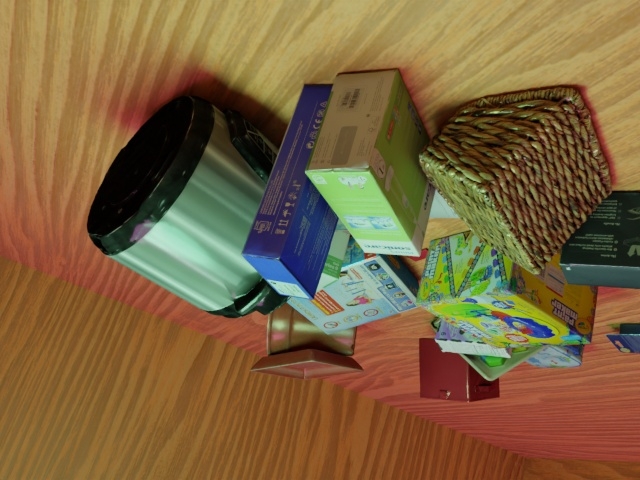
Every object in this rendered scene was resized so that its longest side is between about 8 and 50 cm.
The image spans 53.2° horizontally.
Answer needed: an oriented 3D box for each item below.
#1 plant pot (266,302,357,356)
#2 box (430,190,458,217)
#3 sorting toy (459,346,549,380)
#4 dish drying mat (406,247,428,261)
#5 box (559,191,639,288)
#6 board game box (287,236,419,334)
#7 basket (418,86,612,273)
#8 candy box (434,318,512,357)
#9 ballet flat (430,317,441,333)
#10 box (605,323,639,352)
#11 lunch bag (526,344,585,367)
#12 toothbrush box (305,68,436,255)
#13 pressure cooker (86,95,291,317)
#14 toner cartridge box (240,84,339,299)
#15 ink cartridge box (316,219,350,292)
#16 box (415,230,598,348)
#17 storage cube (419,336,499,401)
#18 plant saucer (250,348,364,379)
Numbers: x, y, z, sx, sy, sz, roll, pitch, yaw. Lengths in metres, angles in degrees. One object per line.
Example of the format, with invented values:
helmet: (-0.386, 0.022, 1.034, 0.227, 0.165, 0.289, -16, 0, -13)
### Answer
plant pot: (-0.014, 0.251, 2.021, 0.264, 0.273, 0.272, 6, 156, 5)
box: (0.218, -0.096, 1.342, 0.186, 0.038, 0.145, 3, 153, 33)
sorting toy: (0.485, 0.279, 1.745, 0.193, 0.208, 0.038, 46, 158, 61)
dish drying mat: (0.259, 0.037, 1.648, 0.032, 0.008, 0.083, 27, 156, -19)
box: (0.537, -0.001, 1.179, 0.155, 0.158, 0.093, 3, 153, 32)
board game box: (0.079, 0.123, 1.729, 0.301, 0.086, 0.308, -19, 143, 20)
basket: (0.338, -0.126, 1.124, 0.299, 0.223, 0.213, 41, 180, -44)
candy box: (0.431, 0.224, 1.738, 0.196, 0.165, 0.070, -2, 140, 36)
ballet flat: (0.410, 0.256, 1.959, 0.067, 0.073, 0.206, 41, 147, -15)
box: (0.883, 0.259, 1.674, 0.225, 0.037, 0.136, -7, 146, 42)
lunch bag: (0.646, 0.300, 1.862, 0.219, 0.090, 0.176, 27, 156, -22)
toothbrush box: (0.106, -0.128, 1.134, 0.122, 0.206, 0.283, 2, 153, 30)
pressure cooker: (-0.212, -0.047, 1.332, 0.420, 0.370, 0.375, 37, 154, -32)
toner cartridge box: (-0.021, -0.088, 1.131, 0.075, 0.348, 0.165, 7, 154, 24)
ink cartridge box: (0.000, 0.000, 1.486, 0.093, 0.213, 0.154, 20, 156, -16)
box: (0.433, 0.113, 1.486, 0.290, 0.177, 0.279, 29, 155, -26)
storage cube: (0.440, 0.405, 2.042, 0.183, 0.193, 0.215, 7, 171, -44)
plant saucer: (-0.040, 0.382, 1.975, 0.259, 0.048, 0.258, -18, 153, 36)
